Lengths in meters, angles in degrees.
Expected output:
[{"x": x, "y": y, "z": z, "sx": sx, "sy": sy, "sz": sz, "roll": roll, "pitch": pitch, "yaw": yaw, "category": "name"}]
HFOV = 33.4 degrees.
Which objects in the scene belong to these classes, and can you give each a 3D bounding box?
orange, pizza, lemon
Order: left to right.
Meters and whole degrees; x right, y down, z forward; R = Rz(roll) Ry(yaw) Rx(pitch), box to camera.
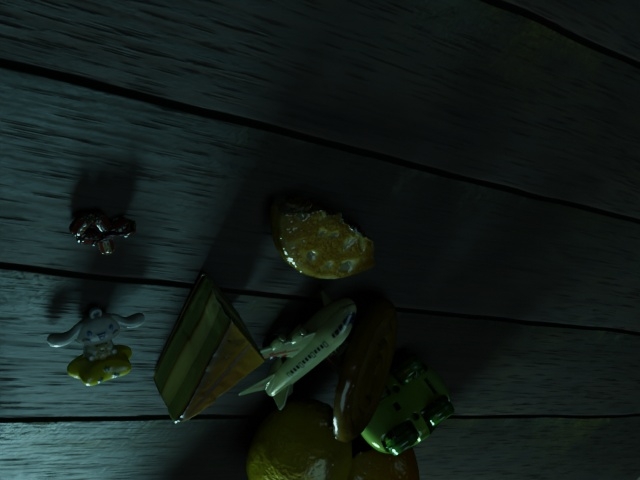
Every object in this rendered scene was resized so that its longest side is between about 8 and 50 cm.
[{"x": -0.036, "y": 0.388, "z": 1.915, "sx": 0.188, "sy": 0.188, "sz": 0.257, "roll": -3, "pitch": 124, "yaw": -37, "category": "lemon"}, {"x": -0.001, "y": -0.003, "z": 1.633, "sx": 0.246, "sy": 0.058, "sz": 0.127, "roll": 16, "pitch": 120, "yaw": -45, "category": "pizza"}, {"x": 0.049, "y": 0.539, "z": 2.182, "sx": 0.310, "sy": 0.274, "sz": 0.274, "roll": -3, "pitch": 147, "yaw": 18, "category": "orange"}]

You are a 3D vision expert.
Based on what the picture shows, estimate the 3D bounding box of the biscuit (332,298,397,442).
[{"x": 0.083, "y": 0.225, "z": 1.841, "sx": 0.262, "sy": 0.037, "sz": 0.262, "roll": 14, "pitch": 90, "yaw": -72, "category": "biscuit"}]

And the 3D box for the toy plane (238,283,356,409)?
[{"x": -0.025, "y": 0.180, "z": 1.770, "sx": 0.241, "sy": 0.104, "sz": 0.256, "roll": 11, "pitch": 122, "yaw": -42, "category": "toy plane"}]

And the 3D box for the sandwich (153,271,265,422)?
[{"x": -0.196, "y": 0.165, "z": 1.607, "sx": 0.187, "sy": 0.117, "sz": 0.144, "roll": -37, "pitch": 141, "yaw": 3, "category": "sandwich"}]

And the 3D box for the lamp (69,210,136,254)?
[{"x": -0.292, "y": -0.014, "z": 1.409, "sx": 0.063, "sy": 0.031, "sz": 0.083, "roll": -48, "pitch": 138, "yaw": 13, "category": "lamp"}]

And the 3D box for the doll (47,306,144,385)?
[{"x": -0.314, "y": 0.143, "z": 1.540, "sx": 0.135, "sy": 0.071, "sz": 0.113, "roll": -35, "pitch": 125, "yaw": -13, "category": "doll"}]

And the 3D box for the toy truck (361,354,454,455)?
[{"x": 0.157, "y": 0.323, "z": 2.052, "sx": 0.187, "sy": 0.148, "sz": 0.210, "roll": -36, "pitch": 166, "yaw": -4, "category": "toy truck"}]
